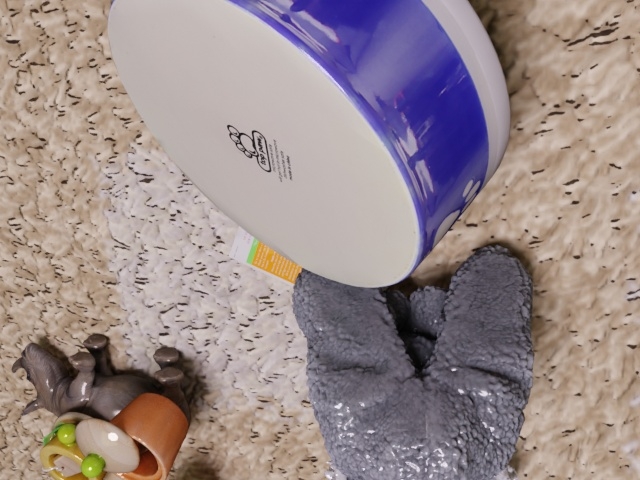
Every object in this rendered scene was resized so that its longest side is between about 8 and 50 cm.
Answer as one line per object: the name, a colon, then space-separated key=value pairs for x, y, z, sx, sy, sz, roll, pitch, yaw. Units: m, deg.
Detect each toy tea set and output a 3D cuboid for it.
toy tea set: x=-0.209 y=0.290 z=0.740 sx=0.200 sy=0.124 sz=0.336 roll=10 pitch=126 yaw=19

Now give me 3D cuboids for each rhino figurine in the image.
rhino figurine: x=-0.242 y=0.163 z=0.801 sx=0.243 sy=0.073 sz=0.106 roll=7 pitch=109 yaw=22

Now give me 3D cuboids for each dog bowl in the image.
dog bowl: x=-0.013 y=-0.093 z=0.509 sx=0.265 sy=0.104 sz=0.265 roll=33 pitch=155 yaw=17

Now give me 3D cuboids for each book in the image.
book: x=0.000 y=0.000 z=0.659 sx=0.144 sy=0.035 sz=0.096 roll=26 pitch=116 yaw=10

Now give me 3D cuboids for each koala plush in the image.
koala plush: x=0.076 y=0.149 z=0.607 sx=0.196 sy=0.203 sz=0.221 roll=-1 pitch=135 yaw=4
